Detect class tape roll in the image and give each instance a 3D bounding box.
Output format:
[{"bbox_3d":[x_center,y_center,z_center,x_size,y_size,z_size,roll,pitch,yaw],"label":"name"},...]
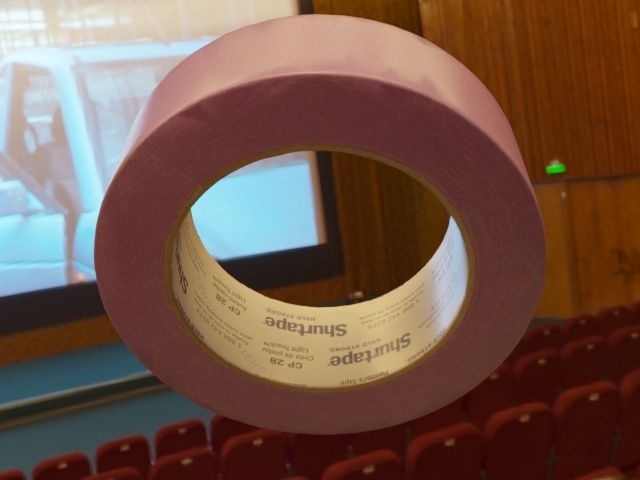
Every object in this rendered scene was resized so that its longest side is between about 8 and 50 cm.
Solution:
[{"bbox_3d":[0.000,0.000,0.566,0.275,0.274,0.090,-8,34,6],"label":"tape roll"}]
